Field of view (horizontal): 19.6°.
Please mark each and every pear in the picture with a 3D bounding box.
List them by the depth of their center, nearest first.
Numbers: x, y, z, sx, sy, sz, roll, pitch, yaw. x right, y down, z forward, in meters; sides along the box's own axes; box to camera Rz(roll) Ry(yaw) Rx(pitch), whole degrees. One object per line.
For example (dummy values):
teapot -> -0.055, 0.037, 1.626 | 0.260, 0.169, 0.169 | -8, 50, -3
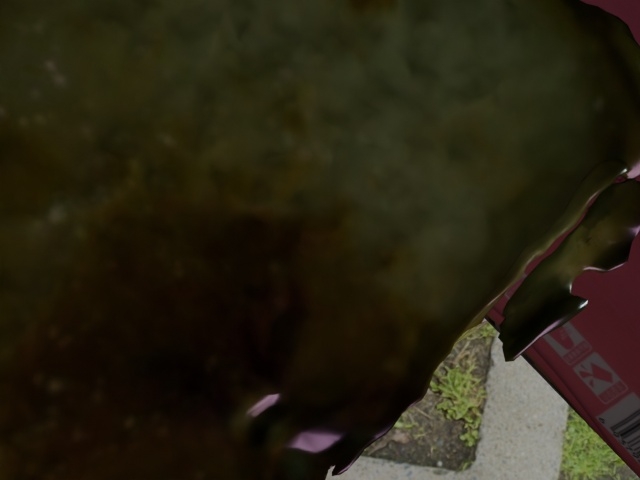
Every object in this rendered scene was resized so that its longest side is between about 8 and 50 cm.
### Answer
pear -> -0.075, 0.025, 0.446 | 0.238, 0.164, 0.255 | -44, 179, -18

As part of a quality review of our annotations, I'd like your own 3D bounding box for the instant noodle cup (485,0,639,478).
instant noodle cup -> 0.160, -0.008, 0.829 | 0.244, 0.255, 0.244 | -38, 171, -7
